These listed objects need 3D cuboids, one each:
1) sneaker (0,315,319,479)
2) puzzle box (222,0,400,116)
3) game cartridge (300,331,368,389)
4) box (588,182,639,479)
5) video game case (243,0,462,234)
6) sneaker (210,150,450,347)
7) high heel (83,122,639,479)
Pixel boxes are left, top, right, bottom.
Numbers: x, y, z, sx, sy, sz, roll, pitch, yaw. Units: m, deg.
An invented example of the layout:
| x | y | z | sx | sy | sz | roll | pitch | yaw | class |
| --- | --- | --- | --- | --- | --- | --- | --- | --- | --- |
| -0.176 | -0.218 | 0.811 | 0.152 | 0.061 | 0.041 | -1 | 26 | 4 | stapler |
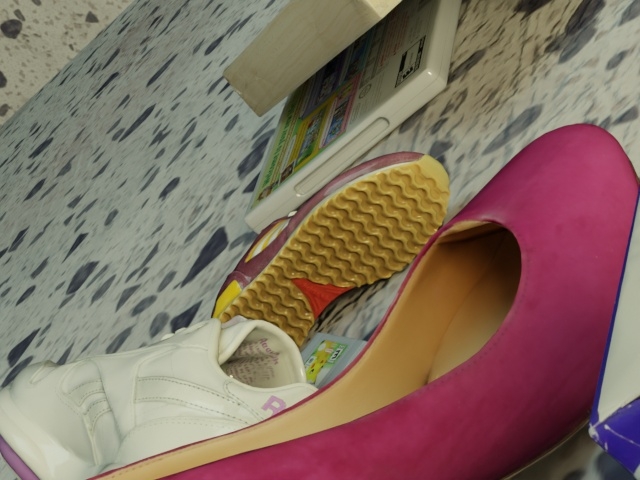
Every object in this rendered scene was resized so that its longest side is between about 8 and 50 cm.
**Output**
| x | y | z | sx | sy | sz | roll | pitch | yaw | class |
| --- | --- | --- | --- | --- | --- | --- | --- | --- | --- |
| -0.082 | 0.108 | 0.875 | 0.152 | 0.114 | 0.305 | -46 | 25 | -14 | sneaker |
| 0.069 | -0.222 | 1.156 | 0.272 | 0.052 | 0.409 | -44 | 6 | -13 | puzzle box |
| 0.000 | 0.077 | 0.876 | 0.056 | 0.017 | 0.083 | -55 | 18 | -13 | game cartridge |
| 0.145 | 0.032 | 0.401 | 0.072 | 0.137 | 0.126 | -35 | 20 | 38 | box |
| 0.031 | -0.115 | 1.228 | 0.193 | 0.023 | 0.212 | -38 | 20 | 28 | video game case |
| 0.000 | 0.000 | 0.957 | 0.185 | 0.069 | 0.084 | -40 | 23 | 21 | sneaker |
| 0.010 | 0.044 | 0.632 | 0.127 | 0.181 | 0.377 | -29 | 24 | 47 | high heel |
